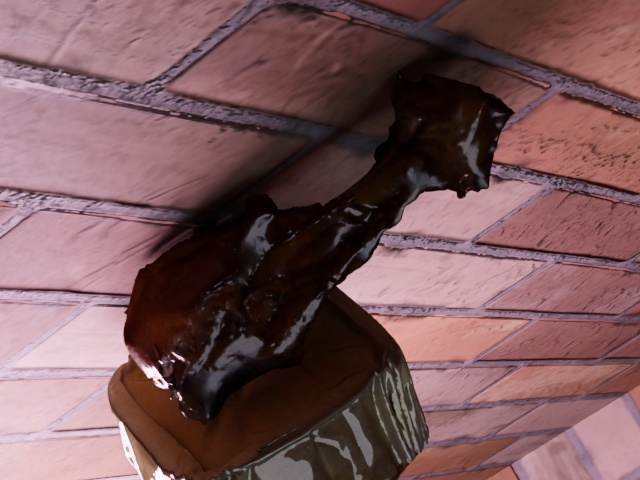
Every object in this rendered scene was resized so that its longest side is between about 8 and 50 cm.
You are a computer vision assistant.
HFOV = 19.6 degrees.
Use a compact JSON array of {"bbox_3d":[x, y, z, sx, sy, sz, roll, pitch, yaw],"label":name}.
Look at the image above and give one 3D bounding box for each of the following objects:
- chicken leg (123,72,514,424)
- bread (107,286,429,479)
[{"bbox_3d":[0.000,0.000,1.183,0.304,0.113,0.093,-37,-177,19],"label":"chicken leg"},{"bbox_3d":[-0.037,0.123,1.290,0.192,0.210,0.110,-33,121,-16],"label":"bread"}]
